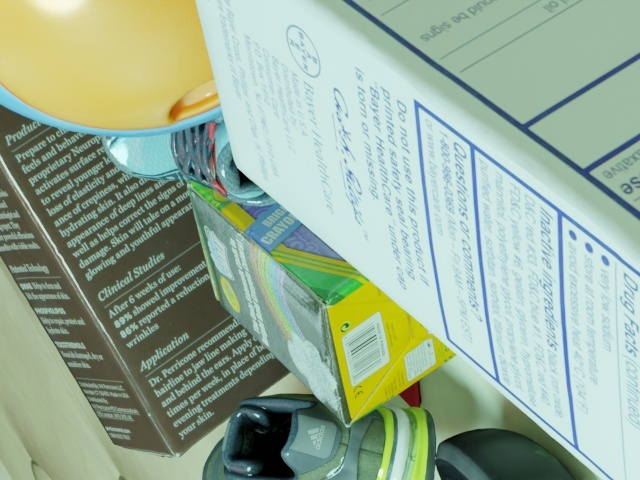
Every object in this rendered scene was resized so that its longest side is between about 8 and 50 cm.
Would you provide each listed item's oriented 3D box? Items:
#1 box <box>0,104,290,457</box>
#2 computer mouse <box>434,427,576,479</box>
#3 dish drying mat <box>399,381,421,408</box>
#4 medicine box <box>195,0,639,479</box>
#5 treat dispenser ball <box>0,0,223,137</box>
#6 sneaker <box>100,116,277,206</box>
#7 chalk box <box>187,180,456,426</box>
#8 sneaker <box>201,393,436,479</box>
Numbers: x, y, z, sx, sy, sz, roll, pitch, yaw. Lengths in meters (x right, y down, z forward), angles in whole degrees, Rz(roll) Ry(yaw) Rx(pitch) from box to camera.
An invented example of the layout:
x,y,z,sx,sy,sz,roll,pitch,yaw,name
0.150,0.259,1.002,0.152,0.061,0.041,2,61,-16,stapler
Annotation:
x,y,z,sx,sy,sz,roll,pitch,yaw,name
-0.165,-0.032,1.604,0.143,0.191,0.381,-1,121,60,box
0.155,0.212,1.436,0.188,0.072,0.272,45,166,36,computer mouse
0.067,0.101,1.552,0.032,0.008,0.083,44,156,36,dish drying mat
0.136,-0.076,0.785,0.289,0.263,0.149,42,154,39,medicine box
-0.114,-0.203,1.139,0.288,0.288,0.288,47,157,28,treat dispenser ball
-0.052,-0.079,1.268,0.262,0.125,0.104,-10,117,35,sneaker
0.000,0.000,1.393,0.213,0.132,0.132,42,155,39,chalk box
-0.029,0.161,1.524,0.121,0.111,0.300,19,160,-23,sneaker
